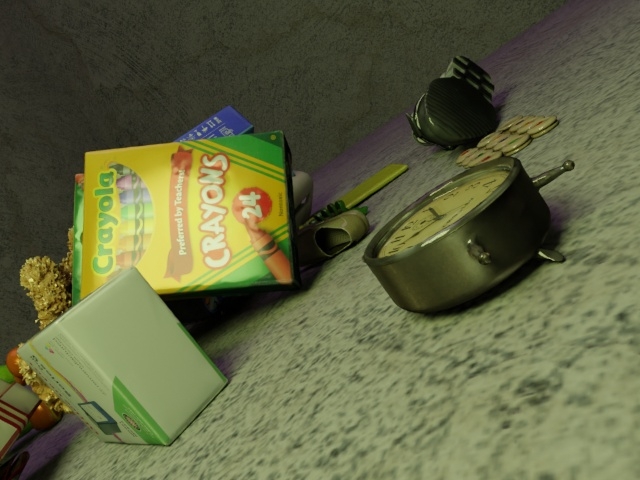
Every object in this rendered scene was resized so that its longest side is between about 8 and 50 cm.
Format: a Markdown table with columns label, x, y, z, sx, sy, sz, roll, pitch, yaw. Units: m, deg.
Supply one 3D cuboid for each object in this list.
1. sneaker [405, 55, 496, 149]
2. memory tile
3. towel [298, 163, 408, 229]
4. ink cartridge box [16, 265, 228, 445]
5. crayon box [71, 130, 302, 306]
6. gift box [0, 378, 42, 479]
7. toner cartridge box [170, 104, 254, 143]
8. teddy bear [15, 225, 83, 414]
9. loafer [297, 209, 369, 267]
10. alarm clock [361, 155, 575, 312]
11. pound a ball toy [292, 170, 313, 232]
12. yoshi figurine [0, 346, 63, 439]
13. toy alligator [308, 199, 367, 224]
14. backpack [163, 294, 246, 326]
| label | x | y | z | sx | sy | sz | roll | pitch | yaw |
| --- | --- | --- | --- | --- | --- | --- | --- | --- | --- |
| sneaker | 0.212 | -0.203 | 0.879 | 0.146 | 0.122 | 0.330 | -51 | 0 | 36 |
| memory tile | 0.236 | -0.128 | 0.668 | 0.113 | 0.012 | 0.148 | -34 | 9 | 9 |
| towel | 0.063 | -0.077 | 1.012 | 0.237 | 0.021 | 0.102 | -35 | 15 | -2 |
| ink cartridge box | -0.223 | 0.134 | 0.555 | 0.212 | 0.154 | 0.093 | -23 | 17 | 49 |
| crayon box | -0.193 | -0.022 | 0.678 | 0.318 | 0.202 | 0.081 | -6 | -13 | 4 |
| gift box | -0.505 | 0.276 | 0.592 | 0.276 | 0.258 | 0.255 | -57 | 14 | -6 |
| toner cartridge box | -0.285 | -0.113 | 1.026 | 0.348 | 0.075 | 0.165 | -42 | -14 | -25 |
| teddy bear | -0.365 | 0.121 | 0.794 | 0.113 | 0.245 | 0.338 | -19 | 55 | 4 |
| loafer | 0.000 | 0.000 | 0.732 | 0.148 | 0.056 | 0.050 | -29 | 5 | 33 |
| alarm clock | 0.091 | 0.000 | 0.393 | 0.129 | 0.064 | 0.192 | -40 | 13 | -25 |
| pound a ball toy | -0.147 | -0.086 | 1.139 | 0.208 | 0.136 | 0.319 | 7 | 20 | 10 |
| yoshi figurine | -0.670 | 0.332 | 0.892 | 0.362 | 0.203 | 0.203 | -24 | 38 | -18 |
| toy alligator | -0.005 | -0.013 | 0.823 | 0.189 | 0.051 | 0.056 | -38 | 9 | -15 |
| backpack | -0.221 | 0.013 | 0.871 | 0.213 | 0.277 | 0.263 | -7 | -2 | -9 |
